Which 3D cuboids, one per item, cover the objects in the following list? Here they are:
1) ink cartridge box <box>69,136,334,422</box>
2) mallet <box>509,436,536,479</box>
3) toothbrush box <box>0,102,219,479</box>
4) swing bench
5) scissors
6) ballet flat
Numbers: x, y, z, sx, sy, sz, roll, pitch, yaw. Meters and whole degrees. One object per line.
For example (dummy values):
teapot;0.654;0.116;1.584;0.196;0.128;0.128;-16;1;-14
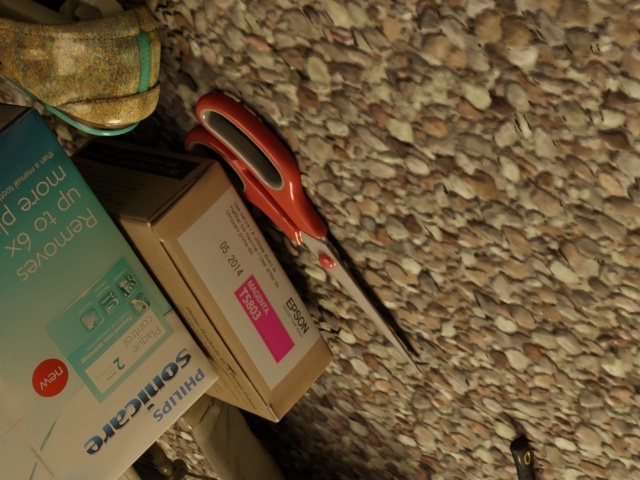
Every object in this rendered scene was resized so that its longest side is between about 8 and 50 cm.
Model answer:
ink cartridge box;-0.119;0.031;1.195;0.193;0.088;0.234;14;141;47
mallet;0.195;0.243;1.199;0.039;0.062;0.189;12;124;38
toothbrush box;-0.254;0.068;1.097;0.126;0.216;0.295;14;140;51
swing bench;-0.165;0.226;1.430;0.255;0.165;0.253;-10;126;22
scissors;0.000;0.000;1.105;0.297;0.021;0.109;46;148;-6
ballet flat;-0.265;-0.199;1.073;0.349;0.123;0.123;28;147;22
